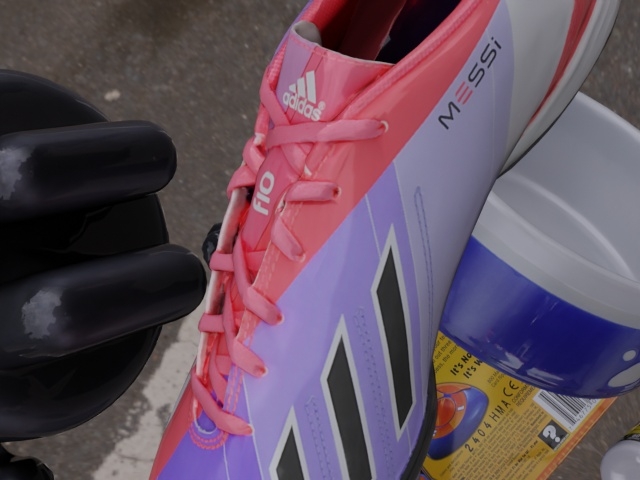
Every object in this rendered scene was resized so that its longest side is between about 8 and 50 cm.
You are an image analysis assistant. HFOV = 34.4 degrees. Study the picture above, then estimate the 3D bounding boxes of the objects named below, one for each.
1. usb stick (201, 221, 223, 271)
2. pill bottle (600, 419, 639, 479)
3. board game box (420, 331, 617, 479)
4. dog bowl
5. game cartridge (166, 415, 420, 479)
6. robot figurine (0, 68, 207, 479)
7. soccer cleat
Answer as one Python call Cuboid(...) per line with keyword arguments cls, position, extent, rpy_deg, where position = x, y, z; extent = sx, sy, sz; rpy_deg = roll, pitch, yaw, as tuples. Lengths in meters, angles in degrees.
Cuboid(cls="usb stick", position=(0.000, 0.000, 0.968), extent=(0.045, 0.278, 0.077), rpy_deg=(-36, 77, 35))
Cuboid(cls="pill bottle", position=(0.506, 0.302, 1.494), extent=(0.119, 0.208, 0.119), rpy_deg=(22, 124, 38))
Cuboid(cls="board game box", position=(0.195, 0.218, 1.525), extent=(0.356, 0.356, 0.356), rpy_deg=(41, 93, 14))
Cuboid(cls="dog bowl", position=(0.164, -0.016, 0.759), extent=(0.265, 0.265, 0.104), rpy_deg=(47, 126, 23))
Cuboid(cls="game cartridge", position=(-0.023, 0.292, 1.048), extent=(0.068, 0.355, 0.230), rpy_deg=(6, 86, 41))
Cuboid(cls="robot figurine", position=(-0.189, 0.017, 0.504), extent=(0.278, 0.173, 0.209), rpy_deg=(-11, 54, 37))
Cuboid(cls="soccer cleat", position=(0.004, -0.007, 0.369), extent=(0.108, 0.116, 0.318), rpy_deg=(24, 84, 36))
